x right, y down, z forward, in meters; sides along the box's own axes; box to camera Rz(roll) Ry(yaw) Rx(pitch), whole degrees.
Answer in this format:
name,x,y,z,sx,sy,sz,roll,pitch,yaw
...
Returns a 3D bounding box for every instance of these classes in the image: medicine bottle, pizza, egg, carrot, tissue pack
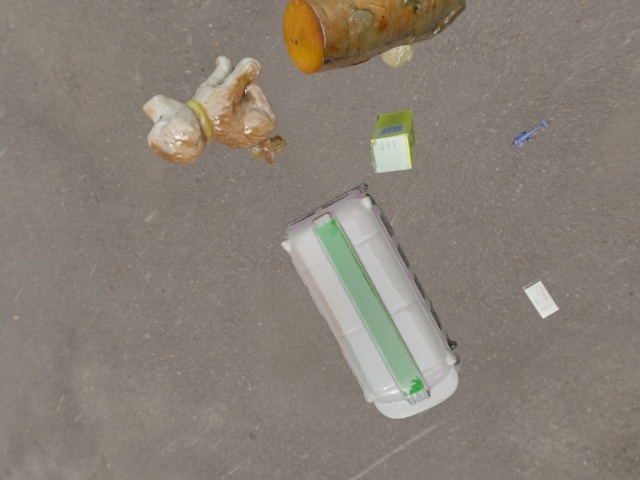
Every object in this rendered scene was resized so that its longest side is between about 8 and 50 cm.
name,x,y,z,sx,sy,sz,roll,pitch,yaw
medicine bottle,0.273,-0.369,1.481,0.141,0.250,0.137,-5,125,22
pizza,-0.231,-0.413,1.779,0.058,0.246,0.127,51,134,-1
egg,0.250,-0.628,1.306,0.116,0.140,0.118,34,69,15
carrot,0.087,-0.344,0.592,0.302,0.139,0.138,-30,98,-21
tissue pack,0.666,0.176,1.217,0.056,0.023,0.108,-33,94,10

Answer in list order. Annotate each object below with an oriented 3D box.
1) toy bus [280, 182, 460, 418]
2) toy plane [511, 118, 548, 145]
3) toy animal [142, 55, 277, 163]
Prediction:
name,x,y,z,sx,sy,sz,roll,pitch,yaw
toy bus,0.074,0.083,0.554,0.143,0.179,0.305,-27,93,7
toy plane,0.846,-0.432,1.634,0.054,0.062,0.167,54,146,3
toy animal,-0.151,-0.148,0.594,0.104,0.185,0.183,11,138,33
